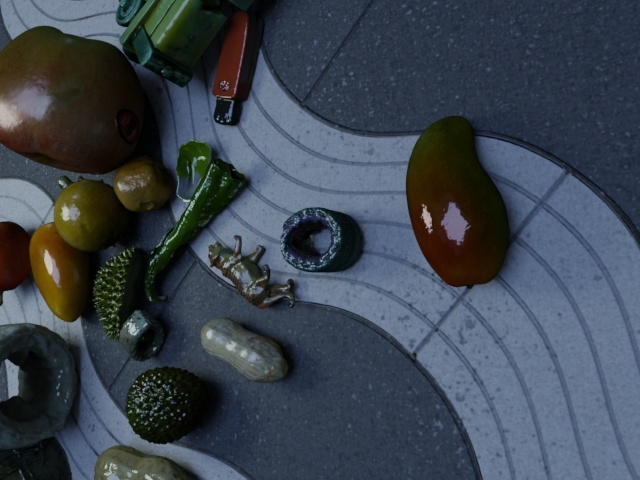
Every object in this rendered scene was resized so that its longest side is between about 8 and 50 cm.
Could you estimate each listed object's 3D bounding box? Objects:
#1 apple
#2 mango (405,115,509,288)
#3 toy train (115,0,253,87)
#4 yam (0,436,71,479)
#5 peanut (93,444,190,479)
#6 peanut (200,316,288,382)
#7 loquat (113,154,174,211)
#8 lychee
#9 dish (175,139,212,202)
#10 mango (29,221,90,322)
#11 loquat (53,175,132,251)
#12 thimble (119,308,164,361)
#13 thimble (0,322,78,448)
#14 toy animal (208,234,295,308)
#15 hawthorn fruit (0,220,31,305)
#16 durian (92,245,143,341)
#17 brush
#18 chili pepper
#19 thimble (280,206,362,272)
[{"bbox_3d":[-0.551,-0.313,1.371,0.339,0.338,0.304,12,82,32],"label":"apple"},{"bbox_3d":[0.210,-0.065,0.983,0.146,0.129,0.289,-29,60,27],"label":"mango"},{"bbox_3d":[-0.280,-0.511,1.302,0.397,0.160,0.253,-45,50,19],"label":"toy train"},{"bbox_3d":[-0.757,0.601,1.388,0.241,0.348,0.240,3,96,28],"label":"yam"},{"bbox_3d":[-0.378,0.496,1.271,0.257,0.124,0.123,0,83,34],"label":"peanut"},{"bbox_3d":[-0.150,0.211,1.189,0.207,0.087,0.087,21,95,32],"label":"peanut"},{"bbox_3d":[-0.397,-0.128,1.378,0.137,0.113,0.137,-9,52,12],"label":"loquat"},{"bbox_3d":[-0.304,0.326,1.229,0.171,0.171,0.171,-5,81,31],"label":"lychee"},{"bbox_3d":[-0.271,-0.148,1.341,0.091,0.039,0.137,10,90,27],"label":"dish"},{"bbox_3d":[-0.620,0.076,1.477,0.154,0.126,0.252,-26,71,39],"label":"mango"},{"bbox_3d":[-0.525,-0.066,1.402,0.149,0.172,0.204,-34,92,32],"label":"loquat"},{"bbox_3d":[-0.388,0.205,1.334,0.062,0.084,0.109,35,131,32],"label":"thimble"},{"bbox_3d":[-0.716,0.341,1.419,0.195,0.291,0.291,-9,79,30],"label":"thimble"},{"bbox_3d":[-0.137,0.066,1.224,0.241,0.057,0.099,43,113,27],"label":"toy animal"},{"bbox_3d":[-0.842,0.060,1.587,0.197,0.197,0.225,-4,98,31],"label":"hawthorn fruit"},{"bbox_3d":[-0.462,0.118,1.369,0.096,0.137,0.220,3,85,2],"label":"durian"},{"bbox_3d":[-0.174,-0.404,1.307,0.070,0.051,0.323,13,91,35],"label":"brush"},{"bbox_3d":[-0.283,-0.018,1.316,0.359,0.085,0.076,-53,22,21],"label":"chili pepper"},{"bbox_3d":[0.002,0.002,1.120,0.135,0.090,0.118,-5,80,31],"label":"thimble"}]
